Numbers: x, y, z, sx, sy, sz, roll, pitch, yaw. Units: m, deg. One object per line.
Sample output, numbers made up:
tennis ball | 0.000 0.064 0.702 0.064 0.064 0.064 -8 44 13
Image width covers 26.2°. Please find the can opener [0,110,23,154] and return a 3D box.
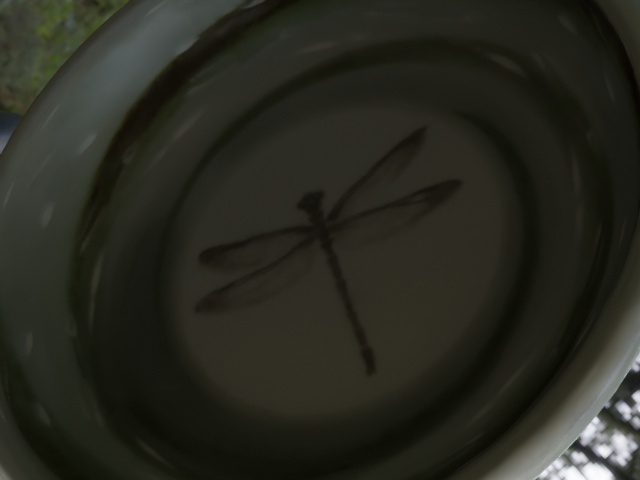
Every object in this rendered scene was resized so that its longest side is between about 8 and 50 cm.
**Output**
can opener | -0.159 -0.058 0.923 0.280 0.074 0.093 -24 147 -40

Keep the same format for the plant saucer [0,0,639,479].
plant saucer | 0.000 0.000 0.721 0.400 0.100 0.400 -14 -125 20
